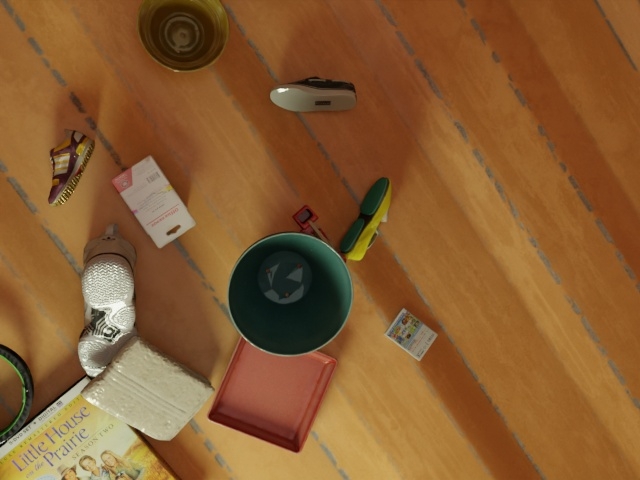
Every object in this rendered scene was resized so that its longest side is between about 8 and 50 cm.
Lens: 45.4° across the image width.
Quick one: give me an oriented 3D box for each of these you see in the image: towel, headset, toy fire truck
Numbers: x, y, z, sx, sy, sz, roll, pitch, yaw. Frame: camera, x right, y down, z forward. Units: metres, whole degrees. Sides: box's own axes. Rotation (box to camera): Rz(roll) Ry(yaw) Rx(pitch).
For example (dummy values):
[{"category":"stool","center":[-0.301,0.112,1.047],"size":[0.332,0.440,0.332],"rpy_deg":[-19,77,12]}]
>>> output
[{"category":"towel","center":[-0.396,0.350,1.791],"size":[0.187,0.049,0.282],"rpy_deg":[-47,129,-3]},{"category":"headset","center":[-0.841,0.349,1.675],"size":[0.393,0.185,0.244],"rpy_deg":[-1,90,-14]},{"category":"toy fire truck","center":[0.000,0.000,1.896],"size":[0.047,0.135,0.192],"rpy_deg":[-42,99,-10]}]

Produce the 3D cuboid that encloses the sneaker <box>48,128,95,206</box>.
[{"category":"sneaker","center":[-0.605,-0.171,1.794],"size":[0.083,0.069,0.186],"rpy_deg":[26,78,-3]}]

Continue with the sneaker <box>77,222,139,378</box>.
[{"category":"sneaker","center":[-0.489,0.141,1.788],"size":[0.137,0.210,0.366],"rpy_deg":[2,124,-13]}]

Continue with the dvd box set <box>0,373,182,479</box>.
[{"category":"dvd box set","center":[-0.537,0.571,1.811],"size":[0.307,0.062,0.420],"rpy_deg":[-39,99,-11]}]

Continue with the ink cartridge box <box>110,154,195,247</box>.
[{"category":"ink cartridge box","center":[-0.399,-0.090,1.837],"size":[0.115,0.067,0.198],"rpy_deg":[-34,96,-10]}]

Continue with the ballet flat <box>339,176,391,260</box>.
[{"category":"ballet flat","center":[0.130,-0.050,1.966],"size":[0.077,0.077,0.231],"rpy_deg":[32,86,-33]}]

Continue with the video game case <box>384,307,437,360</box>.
[{"category":"video game case","center":[0.239,0.247,2.017],"size":[0.122,0.011,0.087],"rpy_deg":[38,83,-11]}]

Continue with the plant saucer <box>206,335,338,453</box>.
[{"category":"plant saucer","center":[-0.121,0.368,1.915],"size":[0.259,0.047,0.259],"rpy_deg":[24,85,-13]}]

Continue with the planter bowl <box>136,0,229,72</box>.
[{"category":"planter bowl","center":[-0.331,-0.504,1.839],"size":[0.217,0.090,0.217],"rpy_deg":[0,91,-13]}]

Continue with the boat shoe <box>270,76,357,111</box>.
[{"category":"boat shoe","center":[-0.018,-0.372,1.929],"size":[0.219,0.078,0.070],"rpy_deg":[3,55,-10]}]

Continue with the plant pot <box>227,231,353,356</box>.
[{"category":"plant pot","center":[-0.080,0.110,1.837],"size":[0.290,0.195,0.290],"rpy_deg":[-1,100,-7]}]
